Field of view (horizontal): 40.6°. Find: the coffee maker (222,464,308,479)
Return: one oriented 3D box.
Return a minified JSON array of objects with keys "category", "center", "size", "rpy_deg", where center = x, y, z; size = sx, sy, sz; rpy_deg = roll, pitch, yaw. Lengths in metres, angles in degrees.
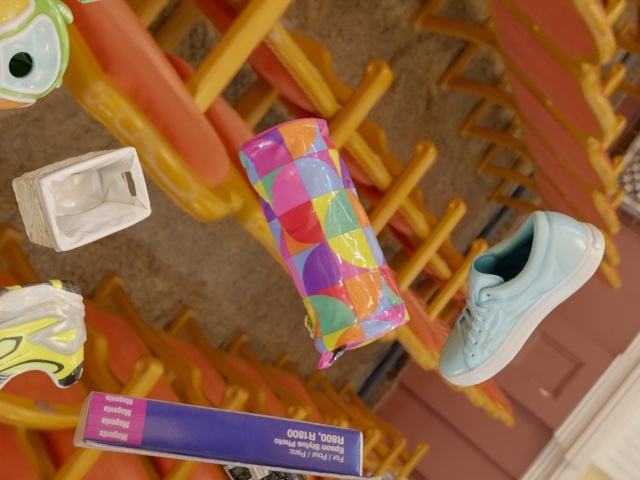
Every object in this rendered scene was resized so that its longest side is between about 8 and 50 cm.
[{"category":"coffee maker","center":[-0.072,0.428,1.476],"size":[0.120,0.178,0.171],"rpy_deg":[-26,168,8]}]

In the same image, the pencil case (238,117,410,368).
[{"category":"pencil case","center":[0.000,0.000,0.841],"size":[0.104,0.236,0.104],"rpy_deg":[-20,175,-2]}]

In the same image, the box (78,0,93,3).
[{"category":"box","center":[-0.278,-0.475,1.105],"size":[0.126,0.231,0.262],"rpy_deg":[-9,125,2]}]

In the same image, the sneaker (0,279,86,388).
[{"category":"sneaker","center":[-0.487,0.155,1.094],"size":[0.384,0.147,0.145],"rpy_deg":[-13,176,-15]}]

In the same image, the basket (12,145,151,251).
[{"category":"basket","center":[-0.353,-0.065,1.274],"size":[0.167,0.103,0.113],"rpy_deg":[-28,115,-43]}]

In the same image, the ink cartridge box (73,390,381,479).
[{"category":"ink cartridge box","center":[-0.127,0.239,1.055],"size":[0.330,0.324,0.071],"rpy_deg":[142,-43,-67]}]

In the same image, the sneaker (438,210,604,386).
[{"category":"sneaker","center":[0.276,0.084,1.387],"size":[0.150,0.135,0.366],"rpy_deg":[24,120,-20]}]

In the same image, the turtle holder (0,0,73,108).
[{"category":"turtle holder","center":[-0.612,-0.403,1.676],"size":[0.320,0.243,0.227],"rpy_deg":[-54,-171,26]}]
